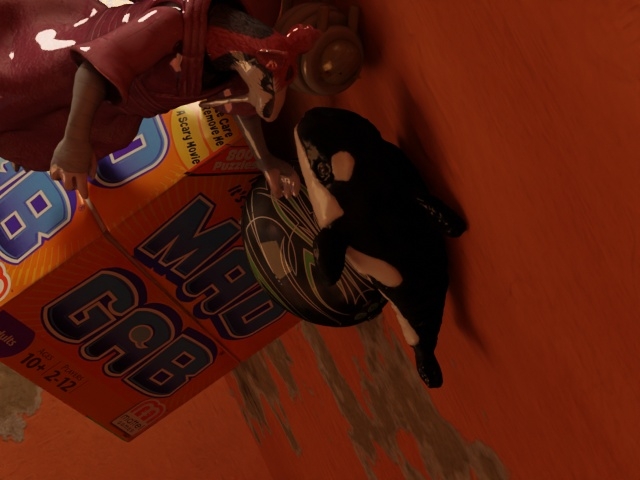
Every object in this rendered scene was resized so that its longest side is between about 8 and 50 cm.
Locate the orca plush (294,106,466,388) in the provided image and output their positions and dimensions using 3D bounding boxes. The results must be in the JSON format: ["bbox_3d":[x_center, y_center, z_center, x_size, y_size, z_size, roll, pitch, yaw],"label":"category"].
[{"bbox_3d":[0.077,0.007,0.980,0.102,0.151,0.287,1,117,40],"label":"orca plush"}]

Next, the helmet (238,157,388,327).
[{"bbox_3d":[0.000,0.000,1.123,0.169,0.169,0.161,55,180,33],"label":"helmet"}]

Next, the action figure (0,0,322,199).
[{"bbox_3d":[-0.159,-0.165,0.989,0.248,0.370,0.276,4,-100,-60],"label":"action figure"}]

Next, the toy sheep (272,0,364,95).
[{"bbox_3d":[-0.006,-0.176,1.001,0.132,0.091,0.091,36,149,53],"label":"toy sheep"}]

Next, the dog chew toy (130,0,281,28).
[{"bbox_3d":[-0.144,-0.318,1.054,0.332,0.206,0.206,62,169,-27],"label":"dog chew toy"}]

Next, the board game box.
[{"bbox_3d":[-0.238,-0.046,1.333,0.356,0.356,0.356,55,180,34],"label":"board game box"}]
